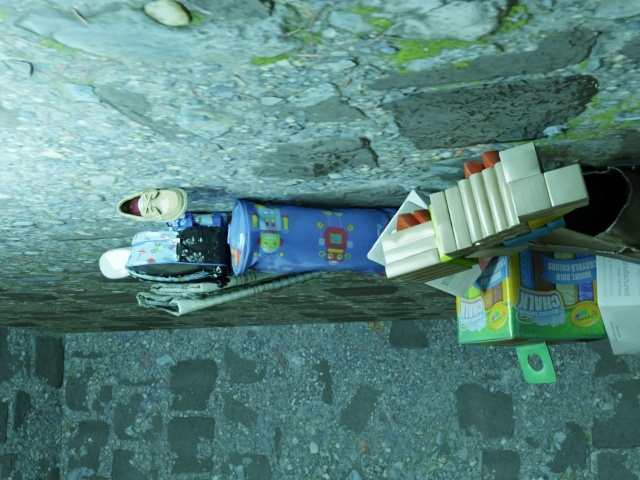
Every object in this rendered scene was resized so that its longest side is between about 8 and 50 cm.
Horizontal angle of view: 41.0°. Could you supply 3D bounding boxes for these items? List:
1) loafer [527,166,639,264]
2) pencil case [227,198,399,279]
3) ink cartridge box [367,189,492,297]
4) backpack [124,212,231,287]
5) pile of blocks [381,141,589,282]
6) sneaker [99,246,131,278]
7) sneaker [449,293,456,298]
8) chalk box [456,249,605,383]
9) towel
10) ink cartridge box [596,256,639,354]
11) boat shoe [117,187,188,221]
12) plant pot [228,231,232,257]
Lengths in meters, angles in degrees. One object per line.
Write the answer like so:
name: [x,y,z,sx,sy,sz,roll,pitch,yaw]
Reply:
loafer: [0.425,-0.035,1.172,0.366,0.133,0.130,-2,170,7]
pencil case: [0.000,0.000,1.375,0.306,0.119,0.133,3,-178,-21]
ink cartridge box: [0.166,0.000,1.312,0.198,0.115,0.067,22,-158,-31]
backpack: [-0.240,0.017,1.446,0.173,0.116,0.158,-1,170,-2]
pile of blocks: [0.217,-0.044,1.128,0.149,0.112,0.362,-1,163,-33]
sneaker: [-0.325,0.035,1.704,0.212,0.080,0.094,0,-174,3]
sneaker: [0.418,0.106,2.060,0.130,0.087,0.228,16,156,-38]
chalk box: [0.339,0.090,1.413,0.179,0.288,0.180,3,168,-19]
towel: [-0.187,0.078,1.715,0.324,0.056,0.312,-15,-173,-26]
ink cartridge box: [0.582,0.048,1.331,0.270,0.198,0.197,-6,148,24]
boat shoe: [-0.250,-0.050,1.266,0.135,0.050,0.045,-10,171,42]
plant pot: [-0.116,0.007,1.638,0.236,0.032,0.236,0,169,0]
